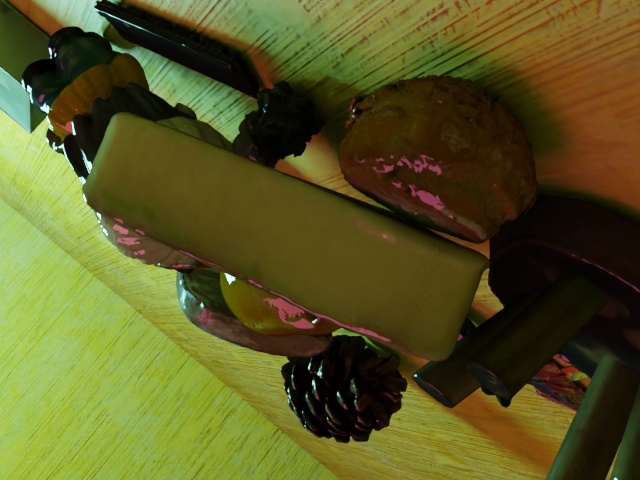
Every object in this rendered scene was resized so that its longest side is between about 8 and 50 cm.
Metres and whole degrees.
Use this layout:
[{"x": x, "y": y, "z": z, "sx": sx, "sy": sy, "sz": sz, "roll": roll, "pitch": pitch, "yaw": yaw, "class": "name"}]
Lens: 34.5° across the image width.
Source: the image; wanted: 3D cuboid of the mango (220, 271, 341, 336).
[{"x": -0.048, "y": 0.067, "z": 1.473, "sx": 0.236, "sy": 0.136, "sz": 0.166, "roll": 17, "pitch": 151, "yaw": 40, "class": "mango"}]

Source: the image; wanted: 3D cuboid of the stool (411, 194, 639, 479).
[{"x": 0.231, "y": 0.108, "z": 0.907, "sx": 0.272, "sy": 0.178, "sz": 0.272, "roll": 35, "pitch": 163, "yaw": 12, "class": "stool"}]

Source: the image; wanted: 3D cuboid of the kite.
[{"x": 0.287, "y": 0.169, "z": 1.250, "sx": 0.241, "sy": 0.014, "sz": 0.183, "roll": 40, "pitch": 161, "yaw": -6, "class": "kite"}]

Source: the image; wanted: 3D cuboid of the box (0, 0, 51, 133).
[{"x": -0.457, "y": -0.259, "z": 1.542, "sx": 0.129, "sy": 0.086, "sz": 0.225, "roll": 41, "pitch": 164, "yaw": -5, "class": "box"}]

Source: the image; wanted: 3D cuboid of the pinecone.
[{"x": 0.037, "y": 0.242, "z": 1.680, "sx": 0.184, "sy": 0.179, "sz": 0.204, "roll": -1, "pitch": 172, "yaw": -22, "class": "pinecone"}]

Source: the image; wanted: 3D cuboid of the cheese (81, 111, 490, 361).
[{"x": -0.001, "y": 0.000, "z": 1.011, "sx": 0.384, "sy": 0.104, "sz": 0.384, "roll": 21, "pitch": -176, "yaw": -2, "class": "cheese"}]

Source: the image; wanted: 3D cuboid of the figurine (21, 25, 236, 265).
[{"x": -0.233, "y": -0.114, "z": 1.213, "sx": 0.332, "sy": 0.185, "sz": 0.204, "roll": 44, "pitch": -168, "yaw": 9, "class": "figurine"}]

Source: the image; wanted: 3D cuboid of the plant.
[{"x": -0.050, "y": -0.115, "z": 1.096, "sx": 0.085, "sy": 0.087, "sz": 0.174, "roll": 68, "pitch": 158, "yaw": 4, "class": "plant"}]

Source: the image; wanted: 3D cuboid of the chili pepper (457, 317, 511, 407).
[{"x": 0.136, "y": 0.110, "z": 1.299, "sx": 0.279, "sy": 0.065, "sz": 0.122, "roll": 33, "pitch": 140, "yaw": 8, "class": "chili pepper"}]

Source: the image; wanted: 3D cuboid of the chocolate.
[{"x": -0.116, "y": 0.122, "z": 1.632, "sx": 0.254, "sy": 0.080, "sz": 0.157, "roll": 17, "pitch": -156, "yaw": -24, "class": "chocolate"}]

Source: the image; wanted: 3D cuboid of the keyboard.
[{"x": -0.159, "y": -0.216, "z": 1.142, "sx": 0.231, "sy": 0.023, "sz": 0.072, "roll": 28, "pitch": 168, "yaw": 33, "class": "keyboard"}]

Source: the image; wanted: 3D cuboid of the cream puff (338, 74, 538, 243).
[{"x": 0.096, "y": -0.071, "z": 0.821, "sx": 0.165, "sy": 0.115, "sz": 0.150, "roll": 26, "pitch": 173, "yaw": 2, "class": "cream puff"}]

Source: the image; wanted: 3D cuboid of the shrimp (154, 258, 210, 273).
[{"x": -0.128, "y": 0.029, "z": 1.376, "sx": 0.195, "sy": 0.035, "sz": 0.148, "roll": 0, "pitch": 173, "yaw": -27, "class": "shrimp"}]
